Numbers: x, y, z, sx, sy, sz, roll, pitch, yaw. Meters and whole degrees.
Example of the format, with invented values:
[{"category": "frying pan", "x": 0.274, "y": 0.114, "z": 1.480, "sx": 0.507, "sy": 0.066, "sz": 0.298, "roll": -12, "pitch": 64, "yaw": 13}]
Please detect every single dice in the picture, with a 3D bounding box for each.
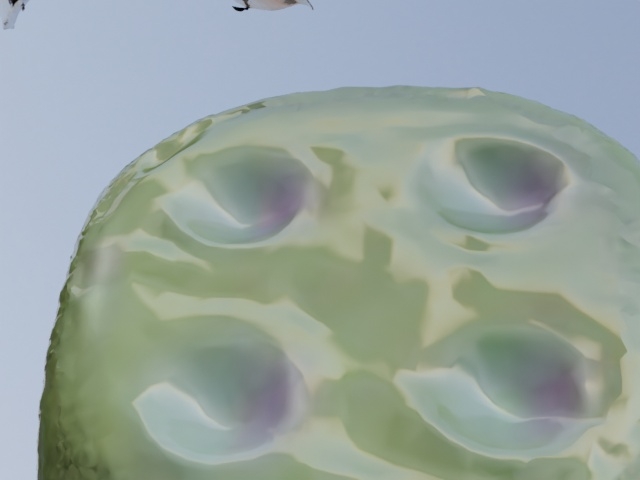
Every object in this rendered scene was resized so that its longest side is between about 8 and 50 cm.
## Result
[{"category": "dice", "x": 0.026, "y": 0.099, "z": 0.631, "sx": 0.249, "sy": 0.252, "sz": 0.254, "roll": -82, "pitch": 170, "yaw": -46}]

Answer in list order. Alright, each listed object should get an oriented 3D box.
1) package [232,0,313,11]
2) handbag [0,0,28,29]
[{"category": "package", "x": -0.143, "y": -0.332, "z": 1.515, "sx": 0.251, "sy": 0.204, "sz": 0.062, "roll": 29, "pitch": -98, "yaw": 35}, {"category": "handbag", "x": -0.321, "y": -0.345, "z": 1.363, "sx": 0.275, "sy": 0.084, "sz": 0.260, "roll": -178, "pitch": -92, "yaw": -77}]
